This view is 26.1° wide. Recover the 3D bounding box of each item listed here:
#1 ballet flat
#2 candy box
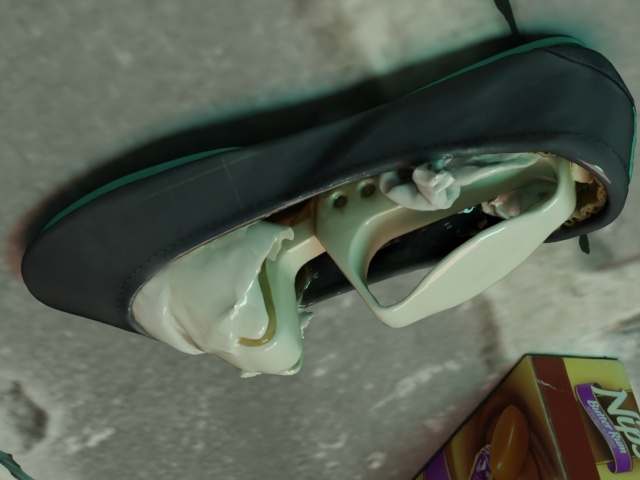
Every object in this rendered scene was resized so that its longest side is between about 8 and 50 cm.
[{"bbox_3d":[0.000,0.000,0.419,0.203,0.074,0.074,-19,145,11],"label":"ballet flat"},{"bbox_3d":[0.082,0.146,0.615,0.053,0.109,0.187,4,142,-22],"label":"candy box"}]
